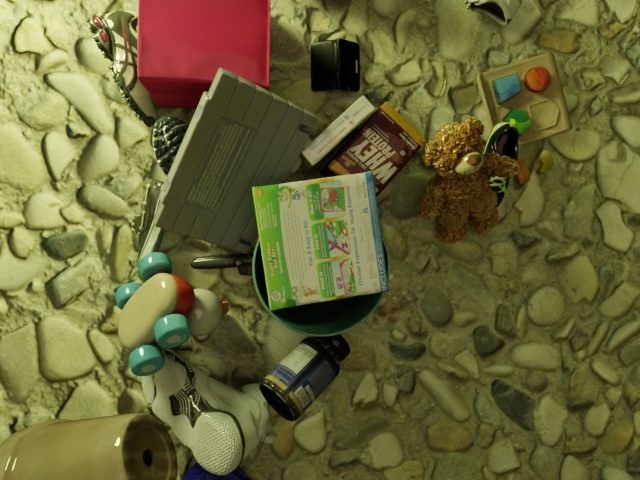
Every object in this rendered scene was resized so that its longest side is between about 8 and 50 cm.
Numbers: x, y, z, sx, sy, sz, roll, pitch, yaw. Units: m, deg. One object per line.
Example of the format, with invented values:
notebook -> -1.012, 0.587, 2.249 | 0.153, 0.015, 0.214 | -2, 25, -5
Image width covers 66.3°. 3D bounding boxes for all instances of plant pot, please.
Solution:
plant pot -> -0.009, 0.053, 1.142 | 0.292, 0.235, 0.293 | 0, 92, -6
plant pot -> -0.477, 0.506, 1.040 | 0.280, 0.323, 0.323 | -26, 96, 10

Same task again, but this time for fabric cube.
fabric cube -> -0.243, -0.439, 1.080 | 0.258, 0.259, 0.254 | 0, 92, -9

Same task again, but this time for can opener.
can opener -> -0.225, 0.054, 1.205 | 0.186, 0.059, 0.073 | -1, 94, -7

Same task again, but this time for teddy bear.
teddy bear -> 0.347, -0.118, 1.169 | 0.245, 0.113, 0.338 | -2, 132, -2

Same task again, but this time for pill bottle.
pill bottle -> -0.031, 0.314, 1.180 | 0.219, 0.122, 0.123 | -40, 97, -30

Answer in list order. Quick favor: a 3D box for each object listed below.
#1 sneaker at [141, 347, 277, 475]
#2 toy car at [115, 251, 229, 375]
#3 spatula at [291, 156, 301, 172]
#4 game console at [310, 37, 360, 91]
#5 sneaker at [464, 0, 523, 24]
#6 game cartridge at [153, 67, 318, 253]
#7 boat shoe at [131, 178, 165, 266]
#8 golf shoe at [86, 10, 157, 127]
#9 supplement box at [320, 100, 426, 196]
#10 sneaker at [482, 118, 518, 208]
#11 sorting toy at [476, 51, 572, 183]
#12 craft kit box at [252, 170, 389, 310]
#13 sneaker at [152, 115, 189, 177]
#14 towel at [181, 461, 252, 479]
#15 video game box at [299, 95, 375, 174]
sneaker -> -0.265, 0.384, 1.180 | 0.365, 0.210, 0.137 | 38, 105, 28
toy car -> -0.324, 0.180, 1.153 | 0.238, 0.219, 0.210 | 19, 122, -46
spatula -> -0.177, -0.202, 1.122 | 0.242, 0.019, 0.168 | 39, 125, -4
game console -> 0.039, -0.437, 1.234 | 0.107, 0.071, 0.122 | -3, 95, -36
sneaker -> 0.388, -0.631, 1.222 | 0.258, 0.094, 0.091 | 24, 86, -8
game cartridge -> -0.186, -0.154, 1.034 | 0.230, 0.068, 0.355 | 21, 112, -25
boat shoe -> -0.412, -0.038, 1.175 | 0.070, 0.078, 0.220 | 15, 84, -8
golf shoe -> -0.431, -0.404, 1.138 | 0.120, 0.105, 0.273 | -25, 96, -12
supplement box -> 0.117, -0.196, 1.165 | 0.129, 0.191, 0.194 | 42, 88, -6
sneaker -> 0.445, -0.188, 1.236 | 0.084, 0.097, 0.235 | 6, 104, 1
sorting toy -> 0.554, -0.318, 1.285 | 0.229, 0.041, 0.307 | -18, 95, -5
craft kit box -> 0.000, 0.000, 0.996 | 0.246, 0.061, 0.250 | -8, 94, -9
sneaker -> -0.317, -0.146, 1.142 | 0.110, 0.122, 0.283 | -30, 106, -27
towel -> -0.292, 0.703, 1.224 | 0.227, 0.076, 0.308 | 43, 88, -6
video game box -> 0.029, -0.239, 1.146 | 0.187, 0.205, 0.048 | -41, 95, -4
